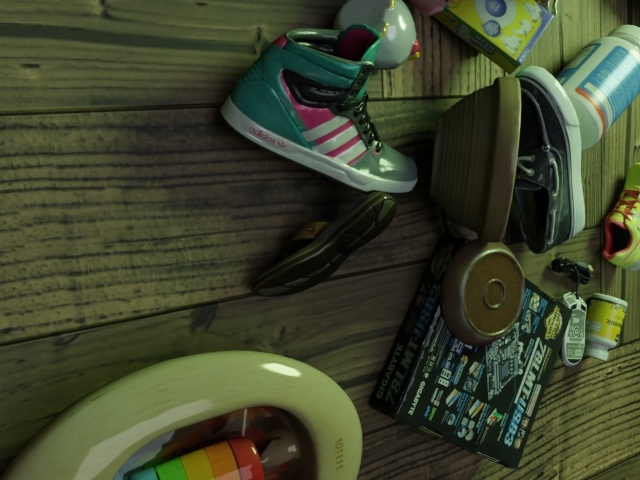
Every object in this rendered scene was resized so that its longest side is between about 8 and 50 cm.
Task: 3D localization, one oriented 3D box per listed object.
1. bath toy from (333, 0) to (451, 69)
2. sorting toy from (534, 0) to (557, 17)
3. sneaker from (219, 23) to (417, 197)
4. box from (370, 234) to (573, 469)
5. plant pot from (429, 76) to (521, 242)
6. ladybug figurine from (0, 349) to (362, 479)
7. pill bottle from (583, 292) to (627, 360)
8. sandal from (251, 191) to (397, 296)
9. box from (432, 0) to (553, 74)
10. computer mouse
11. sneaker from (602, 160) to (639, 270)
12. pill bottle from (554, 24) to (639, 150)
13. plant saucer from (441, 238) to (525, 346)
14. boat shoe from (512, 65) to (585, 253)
[{"bbox_3d":[0.142,-0.381,0.916,0.348,0.151,0.129,-65,153,-7],"label":"bath toy"},{"bbox_3d":[0.357,-0.377,1.072,0.044,0.075,0.083,25,82,-31],"label":"sorting toy"},{"bbox_3d":[0.040,-0.177,0.849,0.295,0.124,0.178,18,119,-31],"label":"sneaker"},{"bbox_3d":[0.256,0.186,1.077,0.293,0.073,0.296,29,79,-31],"label":"box"},{"bbox_3d":[0.218,-0.119,0.966,0.109,0.237,0.238,5,94,8],"label":"plant pot"},{"bbox_3d":[-0.163,0.274,0.777,0.449,0.162,0.305,-6,99,-31],"label":"ladybug figurine"},{"bbox_3d":[0.525,0.163,1.244,0.065,0.065,0.116,20,86,-32],"label":"pill bottle"},{"bbox_3d":[0.000,0.000,0.883,0.219,0.060,0.090,-40,149,7],"label":"sandal"},{"bbox_3d":[0.246,-0.345,0.994,0.179,0.043,0.105,35,77,-1],"label":"box"},{"bbox_3d":[0.447,0.130,1.207,0.106,0.042,0.193,11,85,-39],"label":"computer mouse"},{"bbox_3d":[0.580,-0.048,1.244,0.094,0.081,0.209,7,92,-30],"label":"sneaker"},{"bbox_3d":[0.471,-0.264,1.127,0.221,0.124,0.124,-44,116,-19],"label":"pill bottle"},{"bbox_3d":[0.256,0.080,1.012,0.168,0.029,0.169,-3,96,-32],"label":"plant saucer"},{"bbox_3d":[0.337,-0.117,1.048,0.102,0.108,0.301,-30,120,-20],"label":"boat shoe"}]
